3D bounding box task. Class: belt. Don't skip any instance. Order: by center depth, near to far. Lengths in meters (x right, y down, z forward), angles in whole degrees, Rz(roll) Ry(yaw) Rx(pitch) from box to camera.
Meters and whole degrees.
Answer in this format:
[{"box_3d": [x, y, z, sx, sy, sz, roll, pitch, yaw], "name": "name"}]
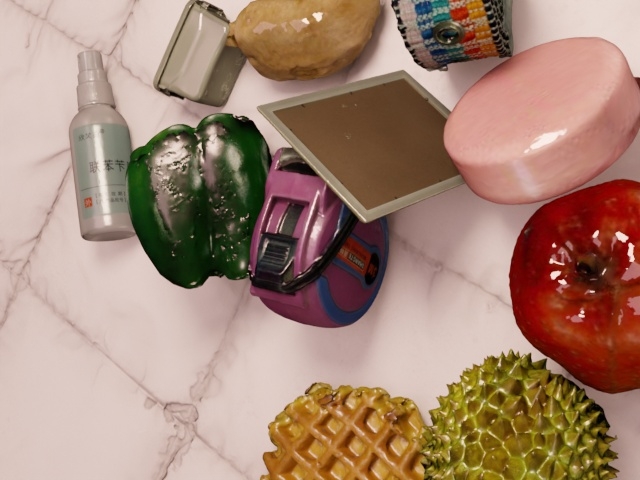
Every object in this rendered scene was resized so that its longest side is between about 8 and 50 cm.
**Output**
[{"box_3d": [0.181, -0.333, 1.041, 0.149, 0.257, 0.207, -6, 104, 22], "name": "belt"}]

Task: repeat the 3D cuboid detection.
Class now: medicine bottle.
[{"box_3d": [-0.408, -0.179, 1.459, 0.110, 0.110, 0.352, -14, 80, 29], "name": "medicine bottle"}]

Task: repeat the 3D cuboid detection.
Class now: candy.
[{"box_3d": [0.283, -0.158, 0.993, 0.255, 0.094, 0.255, -28, 32, 19], "name": "candy"}]

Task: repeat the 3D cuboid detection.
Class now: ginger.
[{"box_3d": [-0.025, -0.327, 1.229, 0.267, 0.138, 0.152, -19, 65, 15], "name": "ginger"}]

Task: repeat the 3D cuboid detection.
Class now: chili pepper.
[{"box_3d": [-0.174, -0.057, 1.247, 0.233, 0.248, 0.257, -13, 90, 17], "name": "chili pepper"}]

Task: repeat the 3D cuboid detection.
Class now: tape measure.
[{"box_3d": [0.000, 0.000, 1.141, 0.149, 0.231, 0.245, 11, 75, 30], "name": "tape measure"}]

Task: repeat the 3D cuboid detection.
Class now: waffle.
[{"box_3d": [0.034, 0.364, 1.190, 0.324, 0.068, 0.302, -11, 82, 28], "name": "waffle"}]

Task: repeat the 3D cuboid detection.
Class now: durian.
[{"box_3d": [0.237, 0.281, 0.954, 0.224, 0.291, 0.291, -12, 78, -10], "name": "durian"}]

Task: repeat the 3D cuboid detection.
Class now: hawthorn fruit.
[{"box_3d": [0.332, 0.056, 0.894, 0.254, 0.300, 0.254, -1, 87, 28], "name": "hawthorn fruit"}]

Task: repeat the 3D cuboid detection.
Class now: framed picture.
[{"box_3d": [0.089, -0.136, 1.077, 0.232, 0.296, 0.019, 49, 138, 24], "name": "framed picture"}]

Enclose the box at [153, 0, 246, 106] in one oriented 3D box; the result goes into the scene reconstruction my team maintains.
[{"box_3d": [-0.193, -0.309, 1.339, 0.092, 0.124, 0.172, 31, 104, 17], "name": "box"}]
